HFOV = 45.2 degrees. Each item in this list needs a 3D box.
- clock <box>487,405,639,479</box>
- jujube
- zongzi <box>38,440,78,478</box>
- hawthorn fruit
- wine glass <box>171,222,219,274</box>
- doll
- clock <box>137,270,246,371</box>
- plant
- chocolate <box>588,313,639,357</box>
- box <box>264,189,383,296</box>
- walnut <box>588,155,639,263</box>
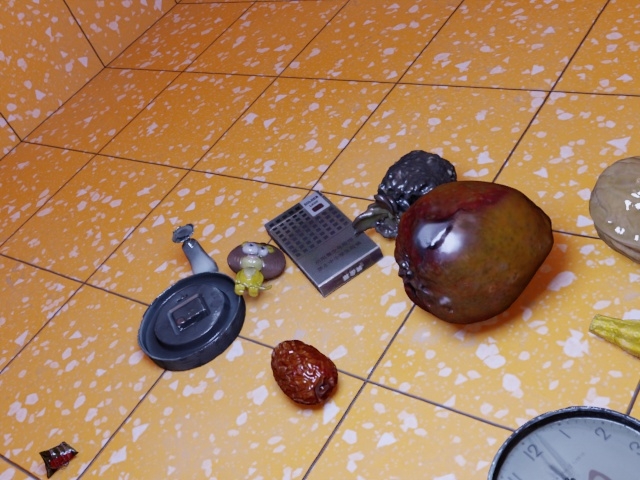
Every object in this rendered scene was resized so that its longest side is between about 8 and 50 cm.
[{"bbox_3d":[0.426,0.416,1.232,0.325,0.067,0.325,-15,41,14],"label":"clock"},{"bbox_3d":[-0.039,0.275,1.617,0.112,0.109,0.176,-4,18,-32],"label":"jujube"},{"bbox_3d":[-0.594,0.495,1.718,0.067,0.074,0.083,18,16,41],"label":"zongzi"},{"bbox_3d":[0.311,0.021,1.566,0.324,0.308,0.308,-5,42,9],"label":"hawthorn fruit"},{"bbox_3d":[-0.324,0.034,1.990,0.072,0.155,0.072,-15,40,13],"label":"wine glass"},{"bbox_3d":[-0.153,0.064,1.897,0.145,0.096,0.188,-8,34,-12],"label":"doll"},{"bbox_3d":[-0.314,0.196,1.886,0.280,0.055,0.281,-15,40,14],"label":"clock"},{"bbox_3d":[0.216,-0.097,1.825,0.204,0.178,0.234,19,47,33],"label":"plant"},{"bbox_3d":[0.594,0.183,1.393,0.219,0.086,0.086,18,56,42],"label":"chocolate"},{"bbox_3d":[0.001,-0.001,1.938,0.180,0.047,0.325,-34,39,-9],"label":"box"},{"bbox_3d":[0.654,-0.057,1.510,0.225,0.225,0.261,-42,46,-18],"label":"walnut"}]
